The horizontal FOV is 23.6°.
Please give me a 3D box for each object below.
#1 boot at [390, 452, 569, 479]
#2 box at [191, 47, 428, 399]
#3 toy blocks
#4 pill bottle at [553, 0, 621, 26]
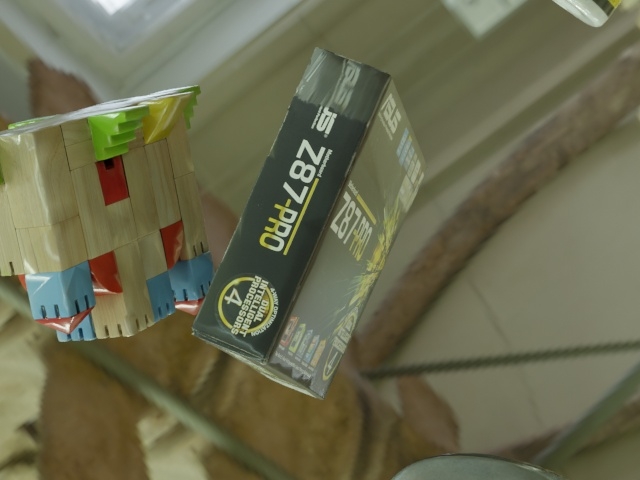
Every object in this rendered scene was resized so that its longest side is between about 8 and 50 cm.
[{"bbox_3d":[0.159,0.231,1.109,0.338,0.118,0.222,13,177,28],"label":"boot"},{"bbox_3d":[0.000,0.000,1.687,0.097,0.318,0.395,21,172,13],"label":"box"},{"bbox_3d":[-0.242,-0.011,1.684,0.381,0.190,0.261,-27,-71,-61],"label":"toy blocks"},{"bbox_3d":[0.328,-0.354,1.711,0.119,0.208,0.119,37,-173,-5],"label":"pill bottle"}]
